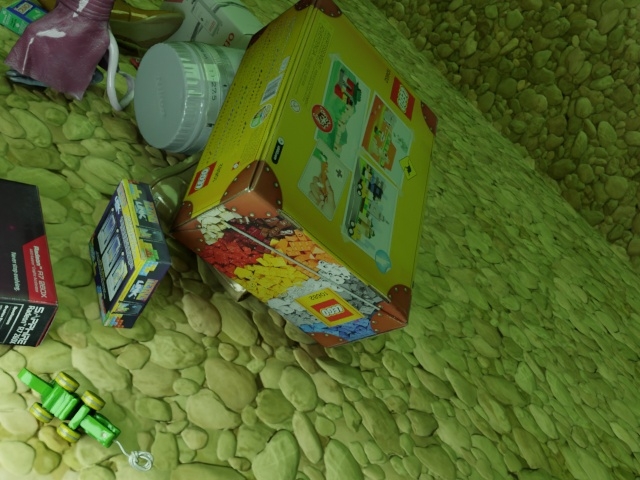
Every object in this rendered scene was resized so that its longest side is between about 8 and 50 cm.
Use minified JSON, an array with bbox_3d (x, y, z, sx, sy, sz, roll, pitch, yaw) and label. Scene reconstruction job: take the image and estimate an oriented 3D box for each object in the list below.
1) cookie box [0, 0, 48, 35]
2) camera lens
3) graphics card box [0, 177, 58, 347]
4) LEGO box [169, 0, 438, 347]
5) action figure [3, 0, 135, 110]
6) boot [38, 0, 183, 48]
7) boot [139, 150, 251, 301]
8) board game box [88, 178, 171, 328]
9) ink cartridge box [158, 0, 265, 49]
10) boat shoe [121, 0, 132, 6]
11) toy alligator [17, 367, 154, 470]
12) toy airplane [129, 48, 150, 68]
[{"bbox_3d":[-0.595,-0.450,1.440,0.107,0.040,0.092,30,30,-13],"label":"cookie box"},{"bbox_3d":[-0.205,-0.279,1.399,0.274,0.219,0.219,-5,49,-42],"label":"camera lens"},{"bbox_3d":[-0.515,0.000,0.820,0.371,0.094,0.233,12,38,-38],"label":"graphics card box"},{"bbox_3d":[0.006,-0.130,1.226,0.372,0.193,0.500,41,46,-30],"label":"LEGO box"},{"bbox_3d":[-0.421,-0.427,1.256,0.275,0.370,0.248,28,29,-15],"label":"action figure"},{"bbox_3d":[-0.478,-0.537,1.590,0.211,0.104,0.295,50,46,9],"label":"boot"},{"bbox_3d":[-0.177,-0.030,1.269,0.269,0.089,0.236,43,36,8],"label":"boot"},{"bbox_3d":[-0.280,0.018,1.010,0.048,0.141,0.170,13,38,-38],"label":"board game box"},{"bbox_3d":[-0.271,-0.503,1.712,0.117,0.207,0.283,-8,52,-52],"label":"ink cartridge box"},{"bbox_3d":[-0.530,-0.579,1.676,0.207,0.073,0.073,38,32,-16],"label":"boat shoe"},{"bbox_3d":[-0.277,0.213,0.829,0.189,0.056,0.051,37,-12,-2],"label":"toy alligator"},{"bbox_3d":[-0.381,-0.407,1.635,0.151,0.028,0.151,27,29,-17],"label":"toy airplane"}]
